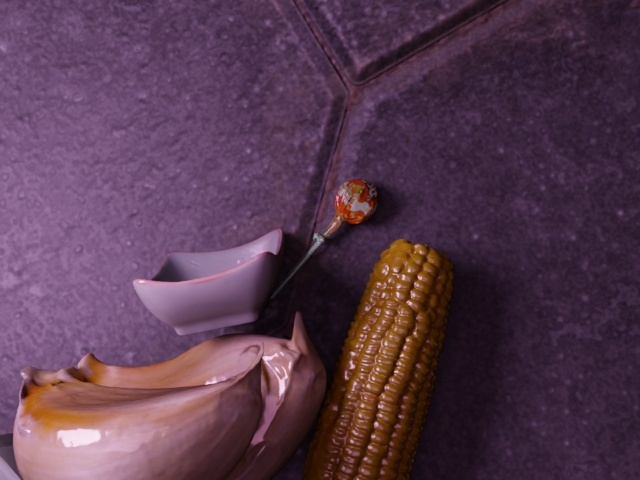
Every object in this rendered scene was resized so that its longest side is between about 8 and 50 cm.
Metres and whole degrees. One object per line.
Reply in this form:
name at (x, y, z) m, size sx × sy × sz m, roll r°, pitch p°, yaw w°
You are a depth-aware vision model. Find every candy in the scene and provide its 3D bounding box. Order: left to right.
candy at (0.000, 0.000, 1.231) m, size 0.185 × 0.049 × 0.055 m, roll -48°, pitch 50°, yaw 3°

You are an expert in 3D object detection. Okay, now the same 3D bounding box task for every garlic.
garlic at (-0.161, 0.194, 1.097) m, size 0.313 × 0.286 × 0.250 m, roll -1°, pitch 61°, yaw 15°

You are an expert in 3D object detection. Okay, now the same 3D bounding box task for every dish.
dish at (-0.112, 0.049, 1.149) m, size 0.151 × 0.212 × 0.077 m, roll -13°, pitch 97°, yaw 3°

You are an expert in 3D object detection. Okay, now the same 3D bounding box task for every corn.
corn at (0.064, 0.174, 1.154) m, size 0.120 × 0.120 × 0.363 m, roll 14°, pitch 80°, yaw 7°

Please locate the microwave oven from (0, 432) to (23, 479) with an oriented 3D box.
microwave oven at (-0.375, 0.388, 1.124) m, size 0.295 × 0.181 × 0.237 m, roll -45°, pitch 82°, yaw -3°
